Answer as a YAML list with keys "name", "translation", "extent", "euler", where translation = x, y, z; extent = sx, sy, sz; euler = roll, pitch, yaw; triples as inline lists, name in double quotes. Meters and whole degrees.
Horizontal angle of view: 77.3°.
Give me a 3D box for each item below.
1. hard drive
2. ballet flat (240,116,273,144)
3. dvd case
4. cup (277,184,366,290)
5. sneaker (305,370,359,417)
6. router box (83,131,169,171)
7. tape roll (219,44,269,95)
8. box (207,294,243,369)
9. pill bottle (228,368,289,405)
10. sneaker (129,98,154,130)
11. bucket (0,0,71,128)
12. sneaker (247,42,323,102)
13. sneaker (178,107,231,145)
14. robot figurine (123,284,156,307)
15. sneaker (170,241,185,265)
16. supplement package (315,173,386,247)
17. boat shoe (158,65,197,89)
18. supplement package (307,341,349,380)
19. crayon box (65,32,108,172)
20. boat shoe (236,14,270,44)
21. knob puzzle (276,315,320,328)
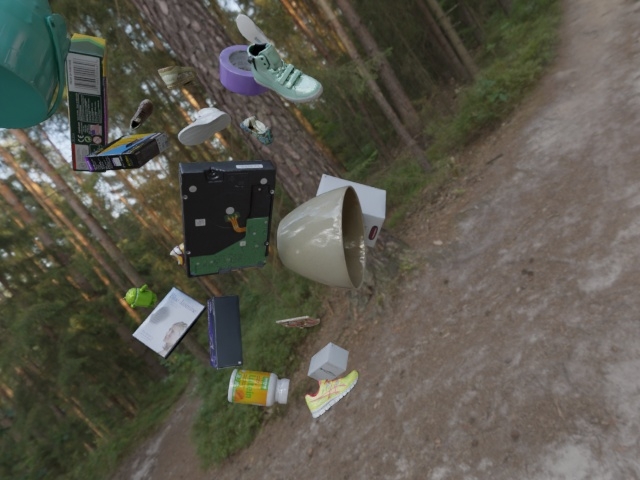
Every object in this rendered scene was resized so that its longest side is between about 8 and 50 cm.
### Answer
- name: "hard drive"
  translation: [-0.253, -0.054, 1.088]
  extent: [0.237, 0.338, 0.064]
  euler: [-7, 39, -22]
- name: "ballet flat"
  translation: [-0.234, -0.417, 1.460]
  extent: [0.070, 0.188, 0.070]
  euler: [-32, -37, -29]
- name: "dvd case"
  translation: [-0.607, 0.328, 1.618]
  extent: [0.253, 0.181, 0.022]
  euler: [-55, -20, -26]
- name: "cup"
  translation: [0.000, 0.000, 1.296]
  extent: [0.237, 0.330, 0.331]
  euler: [-5, 23, 18]
- name: "sneaker"
  translation: [0.038, 0.499, 1.351]
  extent: [0.209, 0.094, 0.081]
  euler: [-36, -16, -11]
- name: "router box"
  translation: [-0.496, -0.232, 1.039]
  extent: [0.133, 0.046, 0.178]
  euler: [-3, 30, 8]
- name: "tape roll"
  translation: [-0.266, -0.612, 1.437]
  extent: [0.189, 0.189, 0.080]
  euler: [-46, -13, -34]
- name: "box"
  translation: [-0.373, 0.350, 1.546]
  extent: [0.103, 0.261, 0.184]
  euler: [-1, -12, -26]
- name: "pill bottle"
  translation: [-0.261, 0.635, 1.719]
  extent: [0.246, 0.136, 0.136]
  euler: [7, 14, -2]
- name: "sneaker"
  translation: [-0.874, -0.607, 1.959]
  extent: [0.188, 0.066, 0.071]
  euler: [-34, 41, 37]
- name: "bucket"
  translation: [-0.647, -0.359, 0.770]
  extent: [0.281, 0.281, 0.182]
  euler: [-25, 59, 49]
- name: "sneaker"
  translation: [-0.118, -0.529, 1.252]
  extent: [0.094, 0.256, 0.151]
  euler: [-63, -15, -13]
- name: "sneaker"
  translation: [-0.638, -0.611, 2.130]
  extent: [0.293, 0.108, 0.169]
  euler: [-32, 46, -20]
- name: "robot figurine"
  translation: [-0.703, 0.223, 1.561]
  extent: [0.101, 0.115, 0.067]
  euler: [-53, 39, 23]
- name: "sneaker"
  translation: [-0.584, 0.090, 1.785]
  extent: [0.084, 0.185, 0.069]
  euler: [-33, 34, 2]
- name: "supplement package"
  translation: [0.105, -0.118, 1.536]
  extent: [0.204, 0.262, 0.145]
  euler: [-76, 1, -52]
- name: "boat shoe"
  translation: [-0.622, -0.713, 1.767]
  extent: [0.105, 0.089, 0.285]
  euler: [-10, 20, 12]
- name: "supplement package"
  translation: [0.036, 0.573, 1.858]
  extent: [0.179, 0.105, 0.105]
  euler: [-50, 15, 39]
- name: "crayon box"
  translation: [-0.756, -0.452, 1.311]
  extent: [0.313, 0.106, 0.362]
  euler: [53, 136, 48]
- name: "boat shoe"
  translation: [-0.263, -0.838, 1.627]
  extent: [0.066, 0.184, 0.063]
  euler: [-44, 29, 23]
- name: "knob puzzle"
  translation: [-0.089, 0.399, 1.896]
  extent: [0.213, 0.213, 0.029]
  euler: [-27, 58, 43]
